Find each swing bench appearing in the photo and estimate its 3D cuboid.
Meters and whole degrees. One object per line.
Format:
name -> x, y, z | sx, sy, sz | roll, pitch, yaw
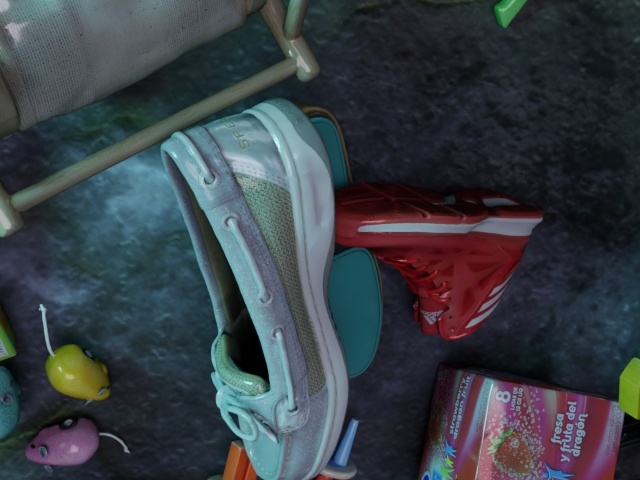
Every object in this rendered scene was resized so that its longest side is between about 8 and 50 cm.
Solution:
swing bench -> -0.156, -0.187, 0.559 | 0.253, 0.165, 0.254 | -31, 77, -22

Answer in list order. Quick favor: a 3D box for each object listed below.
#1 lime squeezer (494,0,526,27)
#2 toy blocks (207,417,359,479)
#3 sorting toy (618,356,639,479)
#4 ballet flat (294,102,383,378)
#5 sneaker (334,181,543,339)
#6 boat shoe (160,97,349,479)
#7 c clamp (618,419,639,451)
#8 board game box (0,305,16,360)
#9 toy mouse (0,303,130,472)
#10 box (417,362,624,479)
lime squeezer -> 0.269, -0.286, 0.710 | 0.311, 0.059, 0.109 | -27, 106, -3
toy blocks -> -0.036, 0.210, 0.785 | 0.123, 0.054, 0.148 | 17, 99, -11
sorting toy -> 0.346, 0.116, 0.751 | 0.307, 0.041, 0.229 | 5, 110, -42
ballet flat -> 0.000, 0.000, 0.731 | 0.080, 0.073, 0.232 | -18, 110, -26
sneaker -> 0.086, 0.026, 0.713 | 0.221, 0.087, 0.128 | 1, 110, -36
boat shoe -> -0.050, 0.056, 0.655 | 0.103, 0.118, 0.320 | -19, 128, -26
c clamp -> 0.307, 0.235, 0.867 | 0.161, 0.022, 0.137 | -22, 101, -2
board game box -> -0.332, 0.001, 0.654 | 0.124, 0.039, 0.259 | -19, 125, -9
toy mouse -> -0.233, 0.152, 0.735 | 0.143, 0.031, 0.161 | -36, 122, 0
box -> 0.152, 0.242, 0.754 | 0.123, 0.128, 0.256 | 11, 86, -12
